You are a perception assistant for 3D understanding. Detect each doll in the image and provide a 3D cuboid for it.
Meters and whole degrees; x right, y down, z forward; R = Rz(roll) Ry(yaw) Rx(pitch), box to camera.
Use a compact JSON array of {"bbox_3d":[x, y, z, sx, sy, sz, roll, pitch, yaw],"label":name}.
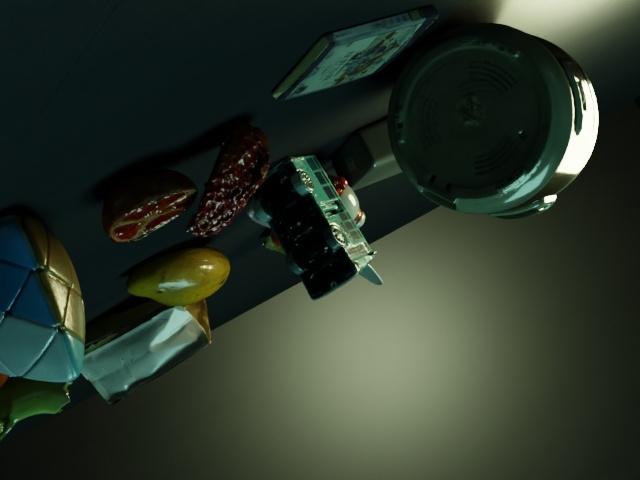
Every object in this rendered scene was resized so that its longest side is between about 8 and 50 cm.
[{"bbox_3d":[-0.006,-0.049,2.201,0.105,0.199,0.336,-59,-176,-30],"label":"doll"}]

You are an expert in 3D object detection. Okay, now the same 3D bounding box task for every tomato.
[{"bbox_3d":[-0.257,-0.062,1.554,0.155,0.069,0.155,-27,170,-5],"label":"tomato"}]

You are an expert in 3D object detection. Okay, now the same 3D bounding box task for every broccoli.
[{"bbox_3d":[-0.610,0.297,1.940,0.302,0.254,0.186,-13,127,-16],"label":"broccoli"}]

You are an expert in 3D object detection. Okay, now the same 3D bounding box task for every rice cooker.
[{"bbox_3d":[0.307,-0.202,1.812,0.335,0.335,0.325,-33,170,23],"label":"rice cooker"}]

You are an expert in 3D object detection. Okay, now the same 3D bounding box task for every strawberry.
[{"bbox_3d":[-0.131,-0.085,1.592,0.121,0.082,0.188,153,-40,-88],"label":"strawberry"}]

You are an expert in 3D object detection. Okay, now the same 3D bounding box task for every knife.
[{"bbox_3d":[0.001,-0.001,2.151,0.081,0.336,0.043,-33,-148,58],"label":"knife"}]

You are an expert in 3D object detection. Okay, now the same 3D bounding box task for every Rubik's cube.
[{"bbox_3d":[-0.448,0.074,1.501,0.254,0.254,0.254,-30,173,-4],"label":"Rubik's cube"}]

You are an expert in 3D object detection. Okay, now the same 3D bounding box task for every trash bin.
[{"bbox_3d":[0.157,-0.197,2.169,0.236,0.101,0.176,-23,172,-26],"label":"trash bin"}]

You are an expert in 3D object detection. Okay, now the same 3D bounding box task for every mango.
[{"bbox_3d":[-0.290,0.080,2.224,0.157,0.109,0.262,-30,172,35],"label":"mango"}]

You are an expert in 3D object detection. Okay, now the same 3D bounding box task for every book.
[{"bbox_3d":[0.053,-0.270,1.541,0.231,0.026,0.157,-24,170,-39],"label":"book"}]

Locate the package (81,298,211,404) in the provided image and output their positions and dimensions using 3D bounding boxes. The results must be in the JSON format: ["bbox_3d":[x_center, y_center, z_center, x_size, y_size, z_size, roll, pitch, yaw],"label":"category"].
[{"bbox_3d":[-0.432,0.204,2.483,0.311,0.221,0.165,-30,133,13],"label":"package"}]

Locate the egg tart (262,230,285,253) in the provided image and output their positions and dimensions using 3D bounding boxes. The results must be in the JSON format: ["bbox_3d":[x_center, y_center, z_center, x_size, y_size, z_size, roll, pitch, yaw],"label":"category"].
[{"bbox_3d":[-0.023,-0.033,2.591,0.252,0.098,0.232,-35,176,9],"label":"egg tart"}]

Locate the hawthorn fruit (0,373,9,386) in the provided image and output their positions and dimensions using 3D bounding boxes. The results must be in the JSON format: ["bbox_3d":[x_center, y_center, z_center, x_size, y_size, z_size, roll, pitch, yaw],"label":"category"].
[{"bbox_3d":[-0.605,0.210,1.806,0.138,0.133,0.133,-23,174,8],"label":"hawthorn fruit"}]

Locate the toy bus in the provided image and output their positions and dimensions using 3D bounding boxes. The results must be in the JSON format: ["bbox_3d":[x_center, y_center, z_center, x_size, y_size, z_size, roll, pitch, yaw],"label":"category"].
[{"bbox_3d":[-0.012,-0.028,2.017,0.128,0.256,0.147,-33,175,26],"label":"toy bus"}]
